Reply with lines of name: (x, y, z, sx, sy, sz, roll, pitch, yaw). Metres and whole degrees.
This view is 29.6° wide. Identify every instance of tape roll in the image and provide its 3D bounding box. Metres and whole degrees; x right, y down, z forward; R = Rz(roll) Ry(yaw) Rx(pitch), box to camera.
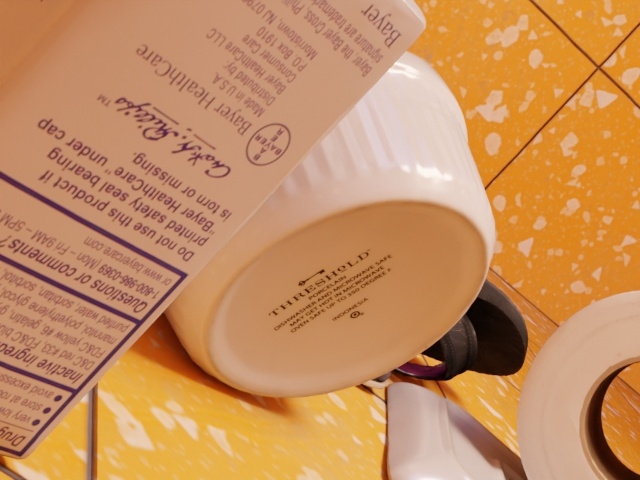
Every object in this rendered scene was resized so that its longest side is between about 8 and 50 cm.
tape roll: (0.314, 0.169, 1.123, 0.246, 0.246, 0.169, 45, 11, 17)

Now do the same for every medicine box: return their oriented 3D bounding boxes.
medicine box: (-0.147, -0.097, 0.580, 0.149, 0.289, 0.263, 35, 12, -48)

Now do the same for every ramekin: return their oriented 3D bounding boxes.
ramekin: (0.000, 0.000, 0.868, 0.273, 0.273, 0.127, 31, 27, -48)

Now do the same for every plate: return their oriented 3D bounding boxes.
plate: (0.174, 0.245, 1.097, 0.277, 0.045, 0.278, 42, 10, -4)

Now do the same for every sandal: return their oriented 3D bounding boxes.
sandal: (0.073, 0.060, 1.245, 0.167, 0.107, 0.446, -3, -31, 34)

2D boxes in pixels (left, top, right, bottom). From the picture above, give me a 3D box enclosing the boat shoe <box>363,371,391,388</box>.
boat shoe: (-0.002, 0.057, 1.144, 0.206, 0.065, 0.075, 42, 10, -4)
